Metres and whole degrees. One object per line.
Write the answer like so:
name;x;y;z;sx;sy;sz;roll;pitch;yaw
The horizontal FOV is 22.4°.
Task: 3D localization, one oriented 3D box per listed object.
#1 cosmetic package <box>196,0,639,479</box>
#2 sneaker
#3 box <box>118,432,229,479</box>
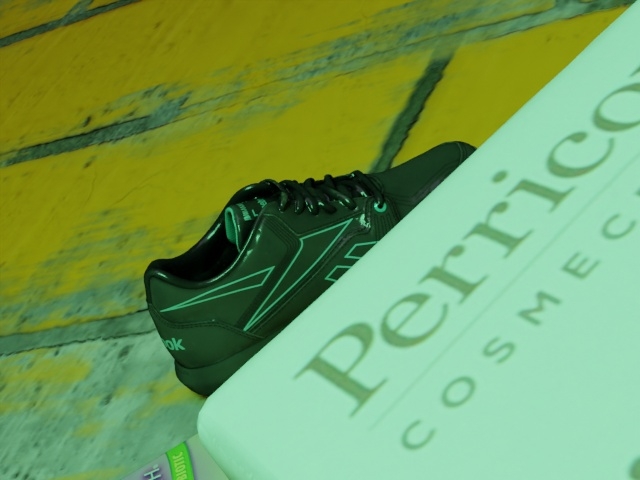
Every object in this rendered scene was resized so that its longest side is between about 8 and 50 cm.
cosmetic package;0.249;0.103;0.354;0.329;0.327;0.393;-43;31;-13
sneaker;0.000;0.000;1.119;0.267;0.106;0.101;-34;26;-10
box;0.025;0.163;0.802;0.243;0.117;0.213;-30;27;-1
